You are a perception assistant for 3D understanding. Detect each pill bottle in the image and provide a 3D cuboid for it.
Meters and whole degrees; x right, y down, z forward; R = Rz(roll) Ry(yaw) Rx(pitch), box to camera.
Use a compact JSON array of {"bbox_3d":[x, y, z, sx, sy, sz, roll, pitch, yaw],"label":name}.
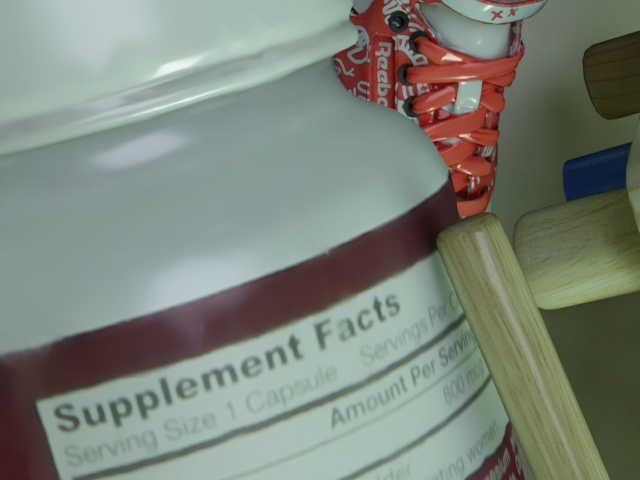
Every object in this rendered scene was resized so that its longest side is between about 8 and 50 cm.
[{"bbox_3d":[-0.043,0.081,0.542,0.224,0.224,0.392,-19,100,-20],"label":"pill bottle"}]

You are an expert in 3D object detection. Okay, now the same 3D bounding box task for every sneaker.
[{"bbox_3d":[0.048,-0.077,0.645,0.090,0.145,0.270,0,83,-23],"label":"sneaker"}]

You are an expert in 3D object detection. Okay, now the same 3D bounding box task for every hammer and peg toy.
[{"bbox_3d":[0.171,0.049,0.578,0.266,0.127,0.361,67,26,-18],"label":"hammer and peg toy"}]
